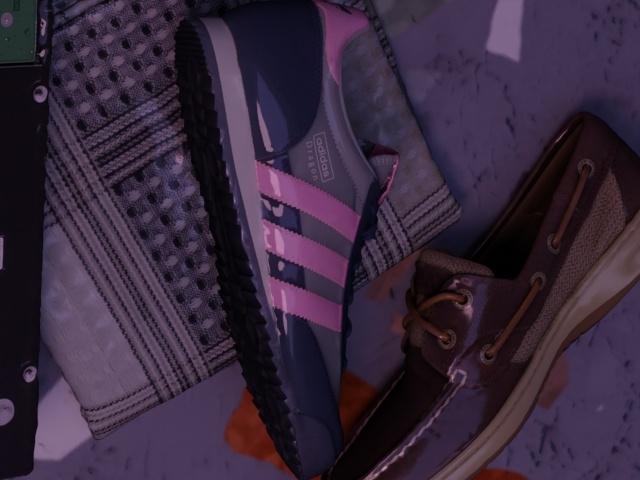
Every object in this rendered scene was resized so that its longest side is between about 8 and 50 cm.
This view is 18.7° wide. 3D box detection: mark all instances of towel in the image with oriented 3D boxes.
[{"bbox_3d":[-0.084,-0.072,1.275,0.312,0.056,0.324,-30,113,-11],"label":"towel"}]

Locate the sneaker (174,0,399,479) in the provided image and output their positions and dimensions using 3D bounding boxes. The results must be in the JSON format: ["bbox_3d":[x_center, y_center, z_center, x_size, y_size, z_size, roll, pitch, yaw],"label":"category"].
[{"bbox_3d":[0.000,0.000,1.250,0.131,0.112,0.319,-16,112,-17],"label":"sneaker"}]

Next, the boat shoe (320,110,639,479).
[{"bbox_3d":[0.105,0.051,1.353,0.342,0.123,0.123,-46,110,-9],"label":"boat shoe"}]

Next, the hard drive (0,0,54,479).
[{"bbox_3d":[-0.273,-0.012,1.119,0.237,0.064,0.339,-8,109,-38],"label":"hard drive"}]
